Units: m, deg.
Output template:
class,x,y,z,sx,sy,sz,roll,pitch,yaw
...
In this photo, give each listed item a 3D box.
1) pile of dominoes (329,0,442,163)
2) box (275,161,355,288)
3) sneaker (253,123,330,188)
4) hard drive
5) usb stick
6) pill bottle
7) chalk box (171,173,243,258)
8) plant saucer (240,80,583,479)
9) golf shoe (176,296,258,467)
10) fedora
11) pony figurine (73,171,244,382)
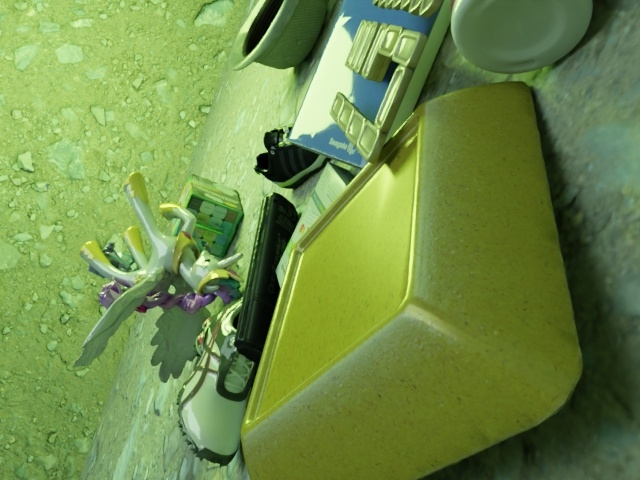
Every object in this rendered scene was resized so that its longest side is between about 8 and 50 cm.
class,x,y,z,sx,sy,sz,roll,pitch,yaw
pile of dominoes,0.077,-0.196,0.604,0.251,0.040,0.196,-109,40,-65
box,0.000,0.000,0.801,0.186,0.038,0.145,-64,21,18
sneaker,-0.048,-0.154,0.976,0.234,0.097,0.084,-40,36,53
hard drive,0.075,-0.258,0.778,0.210,0.040,0.319,31,100,53
usb stick,-0.081,0.052,0.906,0.045,0.077,0.278,-17,51,34
pill bottle,0.169,-0.250,0.506,0.108,0.108,0.194,-39,36,54
chalk box,-0.271,-0.051,1.393,0.132,0.132,0.213,-63,20,16
plant saucer,0.042,0.040,0.503,0.333,0.081,0.333,-48,20,41
golf shoe,-0.145,0.200,0.895,0.120,0.105,0.273,-46,31,33
fedora,-0.080,-0.475,1.311,0.275,0.124,0.244,-42,36,37
pony figurine,-0.344,0.086,1.206,0.363,0.303,0.351,40,98,30
